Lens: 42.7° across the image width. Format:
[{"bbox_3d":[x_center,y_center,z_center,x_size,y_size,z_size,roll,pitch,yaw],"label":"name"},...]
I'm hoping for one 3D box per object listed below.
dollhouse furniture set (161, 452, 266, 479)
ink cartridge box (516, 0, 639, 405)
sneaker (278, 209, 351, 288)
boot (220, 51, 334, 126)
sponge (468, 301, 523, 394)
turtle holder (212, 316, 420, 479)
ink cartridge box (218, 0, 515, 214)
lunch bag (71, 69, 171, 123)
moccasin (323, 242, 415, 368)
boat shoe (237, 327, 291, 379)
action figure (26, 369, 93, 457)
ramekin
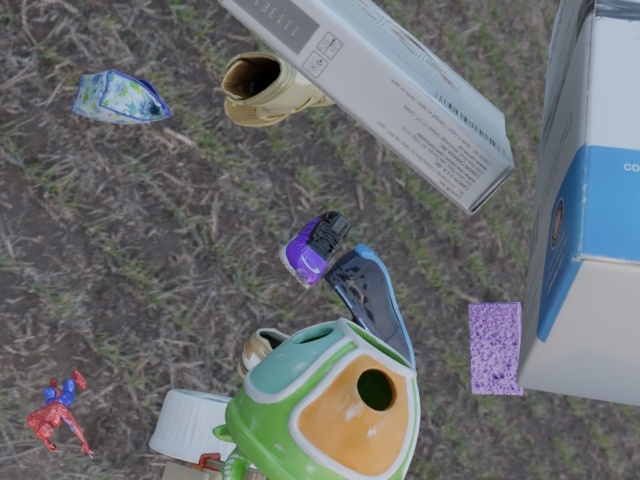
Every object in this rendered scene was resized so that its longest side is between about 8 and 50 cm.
[{"bbox_3d":[-0.238,0.535,1.564,0.262,0.135,0.259,36,66,-65],"label":"dollhouse furniture set"},{"bbox_3d":[0.224,-0.066,0.564,0.223,0.129,0.307,79,21,-62],"label":"ink cartridge box"},{"bbox_3d":[-0.001,-0.001,1.904,0.102,0.146,0.293,47,20,-11],"label":"sneaker"},{"bbox_3d":[-0.108,-0.254,1.392,0.203,0.262,0.095,-7,92,-54],"label":"boot"},{"bbox_3d":[0.401,0.246,1.875,0.031,0.117,0.210,-9,97,-67],"label":"sponge"},{"bbox_3d":[0.019,0.228,1.080,0.227,0.243,0.320,-57,165,2],"label":"turtle holder"},{"bbox_3d":[0.056,-0.162,0.762,0.275,0.060,0.239,40,20,-4],"label":"ink cartridge box"},{"bbox_3d":[-0.386,-0.271,1.609,0.151,0.129,0.096,22,80,-39],"label":"lunch bag"},{"bbox_3d":[0.082,0.156,1.530,0.117,0.138,0.341,-29,121,-12],"label":"moccasin"},{"bbox_3d":[-0.010,0.266,1.566,0.302,0.103,0.113,23,36,1],"label":"boat shoe"},{"bbox_3d":[-0.522,0.370,1.672,0.092,0.280,0.139,-23,98,-4],"label":"action figure"},{"bbox_3d":[-0.239,0.425,1.861,0.277,0.277,0.135,20,77,-45],"label":"ramekin"}]
